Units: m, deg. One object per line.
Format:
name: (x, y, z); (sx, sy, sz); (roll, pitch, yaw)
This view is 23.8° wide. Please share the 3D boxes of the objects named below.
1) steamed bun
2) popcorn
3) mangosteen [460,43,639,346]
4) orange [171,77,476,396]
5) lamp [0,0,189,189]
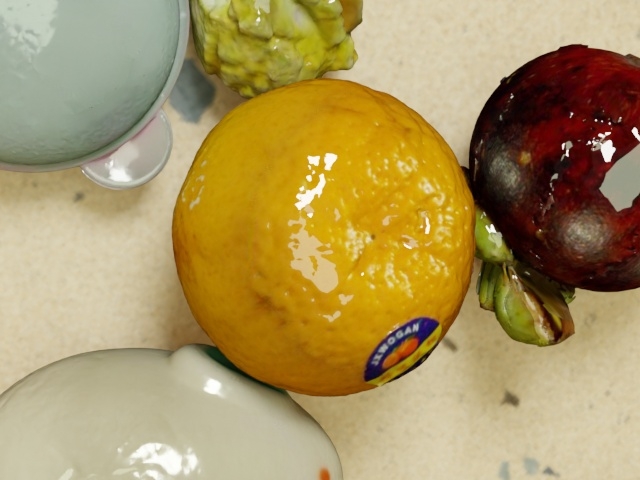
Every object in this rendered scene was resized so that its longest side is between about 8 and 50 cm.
steamed bun: (-0.100, 0.132, 0.894); (0.228, 0.177, 0.130); (-1, 70, -2)
popcorn: (-0.023, -0.140, 0.885); (0.116, 0.106, 0.120); (42, 90, -7)
mangosteen: (0.151, -0.030, 0.916); (0.166, 0.166, 0.180); (39, 102, -16)
orange: (0.002, -0.001, 0.854); (0.178, 0.155, 0.177); (-5, 103, -22)
lamp: (-0.163, -0.148, 0.852); (0.179, 0.108, 0.246); (-1, 101, -14)
